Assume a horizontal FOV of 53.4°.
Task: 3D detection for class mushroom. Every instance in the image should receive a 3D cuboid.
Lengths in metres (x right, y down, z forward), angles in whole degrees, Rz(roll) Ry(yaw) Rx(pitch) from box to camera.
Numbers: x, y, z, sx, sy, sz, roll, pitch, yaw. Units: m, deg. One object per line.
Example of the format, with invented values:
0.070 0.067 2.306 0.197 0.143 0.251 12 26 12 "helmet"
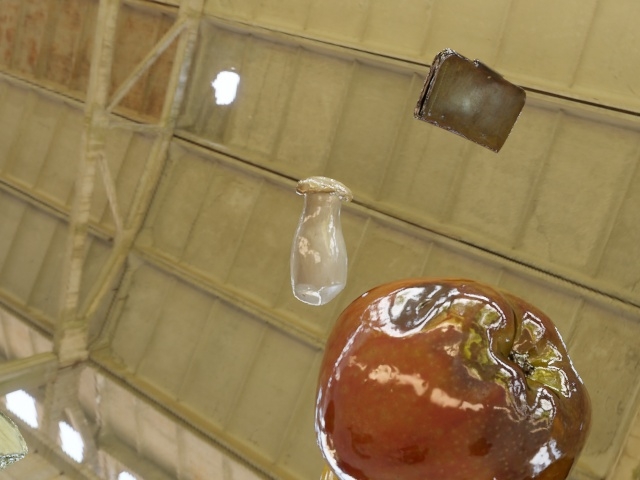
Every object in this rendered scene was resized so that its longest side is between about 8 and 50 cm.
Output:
0.000 0.000 1.046 0.096 0.088 0.213 6 -93 25 "mushroom"

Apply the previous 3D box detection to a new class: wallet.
0.279 -0.251 1.158 0.031 0.255 0.137 36 -72 47 "wallet"

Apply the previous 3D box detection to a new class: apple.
0.114 0.133 0.549 0.229 0.230 0.230 4 -82 31 "apple"

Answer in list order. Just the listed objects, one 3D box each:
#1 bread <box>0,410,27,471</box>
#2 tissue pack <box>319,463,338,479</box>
-0.460 0.241 0.791 0.064 0.232 0.172 -39 -145 -7 "bread"
0.134 0.417 0.865 0.293 0.228 0.382 -4 -123 47 "tissue pack"
